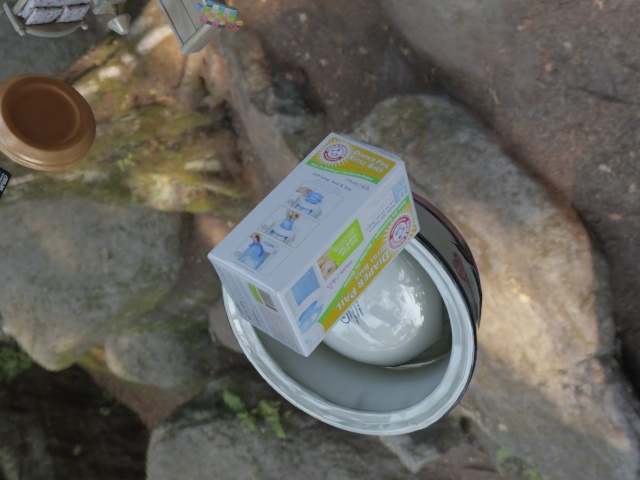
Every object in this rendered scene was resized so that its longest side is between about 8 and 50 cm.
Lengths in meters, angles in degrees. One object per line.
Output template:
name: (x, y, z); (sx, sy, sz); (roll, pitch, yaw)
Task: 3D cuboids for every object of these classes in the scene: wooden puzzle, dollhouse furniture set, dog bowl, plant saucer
wooden puzzle: (-0.161, -0.358, 1.390); (0.049, 0.083, 0.006); (130, 148, -56)
dollhouse furniture set: (-0.316, -0.388, 1.371); (0.303, 0.355, 0.174); (-32, 84, 43)
dog bowl: (0.060, 0.087, 1.322); (0.408, 0.150, 0.408); (14, 123, 22)
plant saucer: (-0.506, -0.224, 1.597); (0.037, 0.200, 0.200); (-38, 73, 52)

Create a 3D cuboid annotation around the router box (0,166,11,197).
router box: (-0.498, -0.054, 1.221); (0.092, 0.122, 0.038); (14, 167, 31)

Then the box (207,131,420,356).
box: (0.000, 0.000, 0.920); (0.103, 0.203, 0.114); (27, 153, 35)
